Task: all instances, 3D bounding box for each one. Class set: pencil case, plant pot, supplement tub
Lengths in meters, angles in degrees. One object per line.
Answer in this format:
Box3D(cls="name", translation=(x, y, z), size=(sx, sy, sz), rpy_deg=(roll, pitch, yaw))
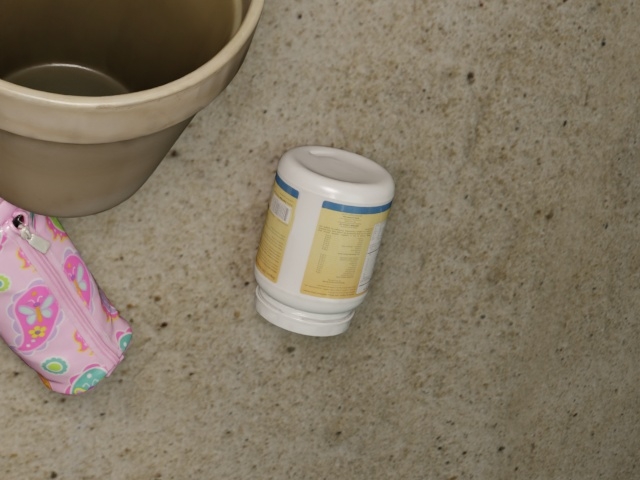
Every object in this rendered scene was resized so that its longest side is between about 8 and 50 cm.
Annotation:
Box3D(cls="pencil case", translation=(-0.303, 0.042, 1.524), size=(0.124, 0.124, 0.284), rpy_deg=(-40, 136, -16))
Box3D(cls="plant pot", translation=(-0.232, -0.171, 1.326), size=(0.323, 0.323, 0.280), rpy_deg=(-27, 158, -27))
Box3D(cls="supplement tub", translation=(0.000, 0.000, 1.749), size=(0.144, 0.144, 0.199), rpy_deg=(-5, 119, -40))
